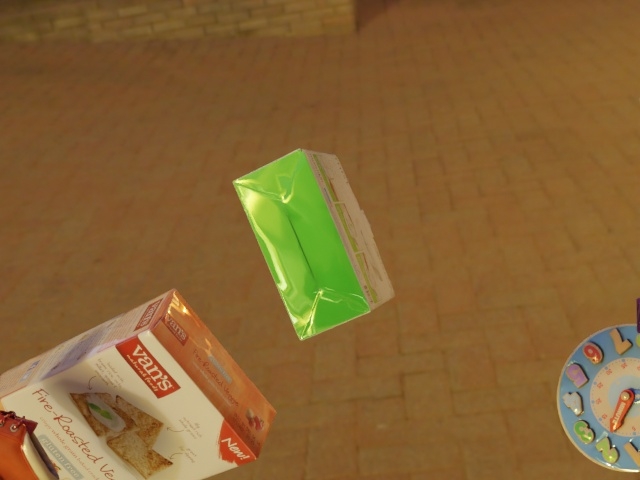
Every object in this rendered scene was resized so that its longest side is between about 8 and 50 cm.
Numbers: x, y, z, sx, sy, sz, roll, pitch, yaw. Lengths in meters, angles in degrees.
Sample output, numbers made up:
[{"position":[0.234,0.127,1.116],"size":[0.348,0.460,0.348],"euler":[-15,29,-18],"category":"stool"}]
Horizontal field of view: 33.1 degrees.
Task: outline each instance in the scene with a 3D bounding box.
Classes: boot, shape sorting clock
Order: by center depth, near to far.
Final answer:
[{"position":[-0.268,0.143,0.839],"size":[0.084,0.158,0.059],"euler":[-29,11,-3],"category":"boot"},{"position":[0.428,0.217,1.497],"size":[0.206,0.206,0.040],"euler":[0,-11,29],"category":"shape sorting clock"}]

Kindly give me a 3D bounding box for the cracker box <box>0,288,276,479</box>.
[{"position":[-0.178,0.157,0.976],"size":[0.232,0.156,0.067],"euler":[-26,22,29],"category":"cracker box"}]

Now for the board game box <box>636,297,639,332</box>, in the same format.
[{"position":[0.517,0.064,1.103],"size":[0.208,0.056,0.347],"euler":[8,-17,-21],"category":"board game box"}]

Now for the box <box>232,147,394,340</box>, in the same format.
[{"position":[0.000,0.000,1.675],"size":[0.127,0.262,0.231],"euler":[-24,-2,12],"category":"box"}]
